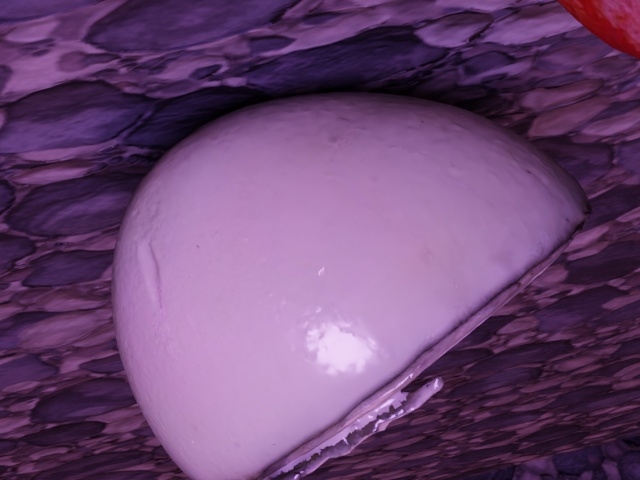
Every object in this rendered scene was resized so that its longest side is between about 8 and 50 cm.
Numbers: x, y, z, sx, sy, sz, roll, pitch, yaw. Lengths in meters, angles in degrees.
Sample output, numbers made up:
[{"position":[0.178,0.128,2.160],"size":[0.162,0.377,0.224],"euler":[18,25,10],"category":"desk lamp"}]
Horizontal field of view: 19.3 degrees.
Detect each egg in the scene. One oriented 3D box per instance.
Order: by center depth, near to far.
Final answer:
[{"position":[0.003,-0.001,1.028],"size":[0.264,0.174,0.286],"euler":[-31,-176,39],"category":"egg"}]

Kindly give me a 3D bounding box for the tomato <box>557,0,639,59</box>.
[{"position":[0.158,-0.142,0.674],"size":[0.187,0.151,0.187],"euler":[-8,162,-3],"category":"tomato"}]
